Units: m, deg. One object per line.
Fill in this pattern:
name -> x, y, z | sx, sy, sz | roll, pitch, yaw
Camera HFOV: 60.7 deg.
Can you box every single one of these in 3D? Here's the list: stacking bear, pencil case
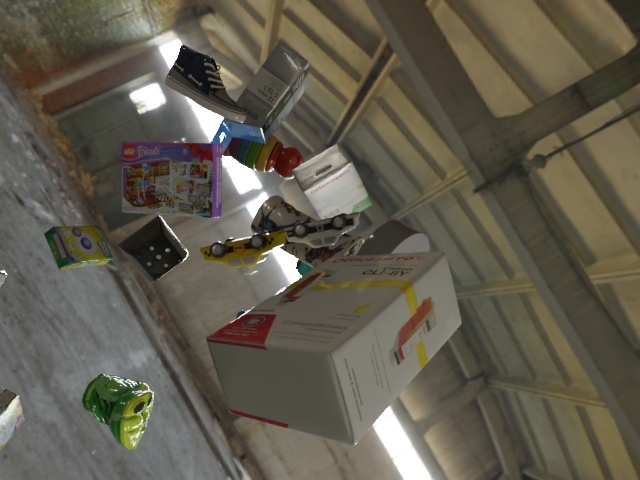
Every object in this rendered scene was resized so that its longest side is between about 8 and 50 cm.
stacking bear -> -0.198, -0.318, 1.969 | 0.289, 0.164, 0.175 | 24, -49, 2
pencil case -> -0.045, -0.014, 1.821 | 0.410, 0.184, 0.159 | 28, -66, 30

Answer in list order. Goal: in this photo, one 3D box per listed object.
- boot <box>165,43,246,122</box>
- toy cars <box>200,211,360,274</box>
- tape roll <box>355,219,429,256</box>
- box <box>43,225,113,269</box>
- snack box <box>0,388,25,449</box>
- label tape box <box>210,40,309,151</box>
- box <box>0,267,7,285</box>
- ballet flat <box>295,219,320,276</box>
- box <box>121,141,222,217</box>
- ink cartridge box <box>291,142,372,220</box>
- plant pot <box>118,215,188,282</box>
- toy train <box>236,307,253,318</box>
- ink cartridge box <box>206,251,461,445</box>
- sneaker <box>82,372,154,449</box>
boot -> -0.210, -0.300, 1.041 | 0.190, 0.086, 0.069 | 31, 17, 15
toy cars -> -0.078, 0.009, 1.279 | 0.176, 0.394, 0.087 | -5, -82, 60
tape roll -> 0.161, 0.063, 1.278 | 0.072, 0.219, 0.219 | 33, -27, 32
box -> -0.614, 0.015, 1.416 | 0.105, 0.043, 0.179 | 64, 17, 6
snack box -> -0.722, 0.411, 1.230 | 0.037, 0.100, 0.141 | 26, -44, 4
label tape box -> -0.175, -0.387, 1.636 | 0.115, 0.347, 0.249 | 34, -2, -2
box -> -1.157, 0.201, 1.673 | 0.058, 0.322, 0.232 | 29, -1, 39
ballet flat -> 0.000, 0.000, 2.034 | 0.342, 0.116, 0.124 | 117, -12, -45
box -> -0.413, -0.171, 1.516 | 0.057, 0.294, 0.200 | -18, 111, -71
ink cartridge box -> 0.035, -0.145, 1.519 | 0.093, 0.154, 0.212 | 60, 3, 34
plant pot -> -0.594, 0.044, 1.977 | 0.188, 0.187, 0.167 | 56, -14, -20
toy train -> -0.238, 0.303, 1.723 | 0.080, 0.184, 0.105 | 5, -35, 45
ink cartridge box -> 0.039, 0.161, 0.983 | 0.279, 0.385, 0.160 | -3, -72, 39
sneaker -> -0.386, 0.316, 1.028 | 0.124, 0.109, 0.295 | 19, -15, -18
